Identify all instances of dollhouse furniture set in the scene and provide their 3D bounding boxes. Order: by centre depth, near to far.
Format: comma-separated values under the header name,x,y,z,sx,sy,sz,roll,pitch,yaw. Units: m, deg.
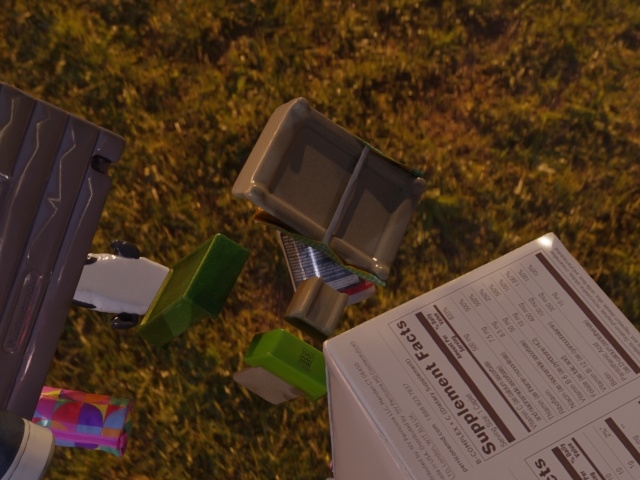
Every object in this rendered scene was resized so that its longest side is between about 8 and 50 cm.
name,x,y,z,sx,sy,sz,roll,pitch,yaw
dollhouse furniture set,-0.037,0.015,1.163,0.198,0.151,0.301,33,61,-14

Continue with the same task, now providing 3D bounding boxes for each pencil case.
name,x,y,z,sx,sy,sz,roll,pitch,yaw
pencil case,-0.425,0.292,1.661,0.237,0.104,0.104,7,65,-5

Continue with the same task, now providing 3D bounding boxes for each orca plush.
name,x,y,z,sx,sy,sz,roll,pitch,yaw
orca plush,-0.375,0.091,1.685,0.287,0.102,0.151,-15,80,-35

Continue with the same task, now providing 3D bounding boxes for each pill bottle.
name,x,y,z,sx,sy,sz,roll,pitch,yaw
pill bottle,0.000,0.000,1.364,0.108,0.108,0.180,-17,94,-5

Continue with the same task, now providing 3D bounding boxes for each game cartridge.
name,x,y,z,sx,sy,sz,roll,pitch,yaw
game cartridge,-0.310,0.041,0.844,0.068,0.230,0.354,14,83,41

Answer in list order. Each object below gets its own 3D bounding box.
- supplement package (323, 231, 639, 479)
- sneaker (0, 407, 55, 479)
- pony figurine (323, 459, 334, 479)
name,x,y,z,sx,sy,sz,roll,pitch,yaw
supplement package,0.113,0.169,0.573,0.145,0.261,0.204,-25,56,-15
sneaker,-0.303,0.158,0.647,0.226,0.163,0.086,-44,31,17
pony figurine,0.166,0.504,1.855,0.364,0.351,0.302,31,56,-24
